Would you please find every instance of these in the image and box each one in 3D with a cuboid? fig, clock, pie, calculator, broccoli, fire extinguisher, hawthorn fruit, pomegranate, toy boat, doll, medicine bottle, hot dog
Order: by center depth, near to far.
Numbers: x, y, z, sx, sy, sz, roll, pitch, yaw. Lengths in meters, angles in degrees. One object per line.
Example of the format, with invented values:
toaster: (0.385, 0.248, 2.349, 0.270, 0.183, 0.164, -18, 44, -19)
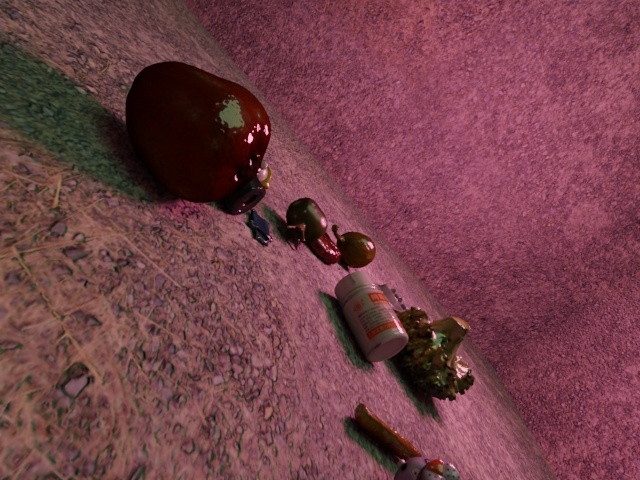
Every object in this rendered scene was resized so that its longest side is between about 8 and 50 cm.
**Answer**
clock: (0.229, 0.515, 0.833, 0.189, 0.189, 0.254, 35, 15, -50)
hawthorn fruit: (-0.257, -0.228, 0.955, 0.311, 0.295, 0.295, 42, 16, -33)
hot dog: (0.145, 0.433, 0.997, 0.216, 0.047, 0.066, 45, 0, -23)
fire extinguisher: (-0.300, -0.234, 1.234, 0.376, 0.113, 0.200, 55, -29, 11)
calculator: (-0.168, -0.034, 1.262, 0.094, 0.019, 0.141, 43, 17, -31)
medicine bottle: (0.144, 0.224, 1.351, 0.144, 0.144, 0.252, 36, 17, -49)
doll: (-0.219, -0.237, 1.403, 0.241, 0.135, 0.099, 61, 24, -60)
pomegranate: (-0.059, -0.049, 1.471, 0.152, 0.131, 0.191, 53, 34, -17)
broccoli: (0.378, 0.382, 1.569, 0.323, 0.272, 0.334, 13, -1, 32)
pie: (0.000, 0.000, 1.664, 0.204, 0.054, 0.219, 50, 11, -6)
fig: (0.103, 0.023, 1.779, 0.259, 0.151, 0.151, 21, 31, -45)
toy boat: (0.274, 0.239, 1.848, 0.319, 0.092, 0.141, 30, 23, -55)
